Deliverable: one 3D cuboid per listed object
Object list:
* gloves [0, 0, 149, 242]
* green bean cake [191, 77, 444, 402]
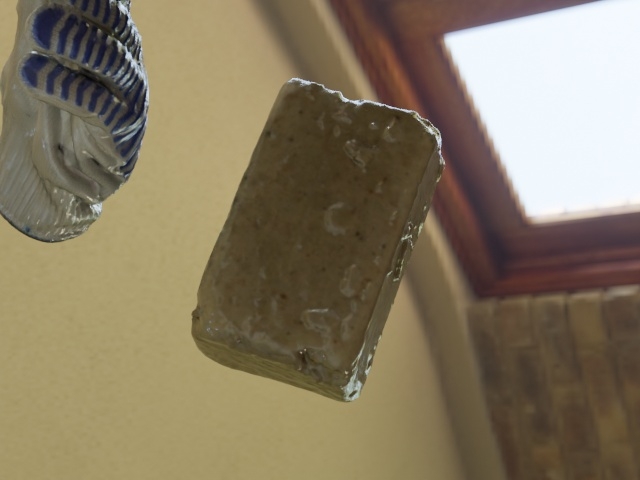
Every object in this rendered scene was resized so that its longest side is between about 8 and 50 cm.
[{"bbox_3d":[-0.158,-0.096,0.888,0.097,0.119,0.229,-28,-28,-31],"label":"gloves"},{"bbox_3d":[0.000,0.000,0.881,0.085,0.109,0.179,79,-148,-69],"label":"green bean cake"}]
